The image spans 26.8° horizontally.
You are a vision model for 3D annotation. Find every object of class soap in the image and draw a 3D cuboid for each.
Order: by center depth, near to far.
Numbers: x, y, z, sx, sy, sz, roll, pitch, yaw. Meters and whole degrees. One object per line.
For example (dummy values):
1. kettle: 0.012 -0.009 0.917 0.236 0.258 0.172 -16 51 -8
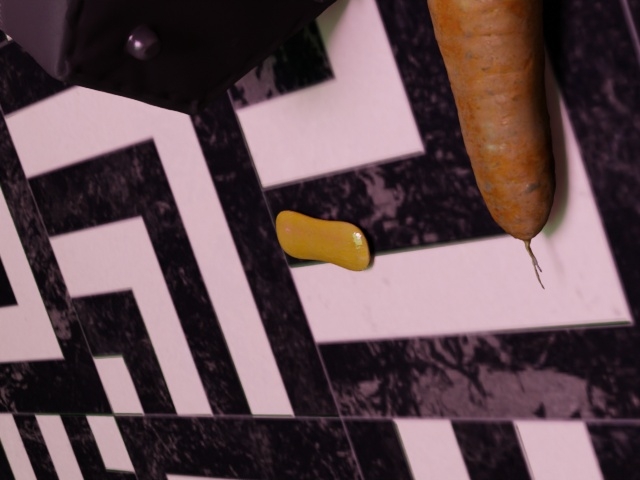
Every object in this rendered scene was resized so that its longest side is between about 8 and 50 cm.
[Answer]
1. soap: 0.000 0.000 0.861 0.089 0.012 0.034 11 118 48

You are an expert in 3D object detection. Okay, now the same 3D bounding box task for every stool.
1. stool: -0.081 -0.184 0.694 0.141 0.232 0.232 44 139 25

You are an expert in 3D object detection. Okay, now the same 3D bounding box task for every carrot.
1. carrot: 0.084 -0.109 0.655 0.078 0.078 0.298 17 127 46
